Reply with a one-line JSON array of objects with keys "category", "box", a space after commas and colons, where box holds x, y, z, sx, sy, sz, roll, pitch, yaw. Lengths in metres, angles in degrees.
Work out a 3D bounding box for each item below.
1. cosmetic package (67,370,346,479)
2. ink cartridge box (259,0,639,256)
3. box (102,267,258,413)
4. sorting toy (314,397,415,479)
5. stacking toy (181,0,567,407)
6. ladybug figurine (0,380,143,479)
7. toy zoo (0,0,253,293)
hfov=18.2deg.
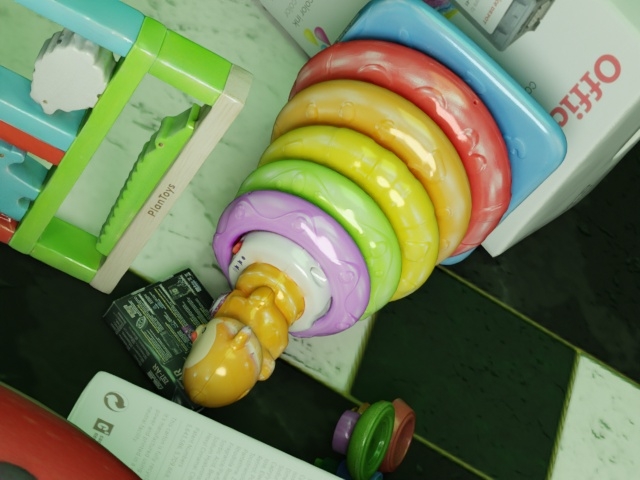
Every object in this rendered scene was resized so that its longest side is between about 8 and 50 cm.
[{"category": "cosmetic package", "box": [-0.040, 0.173, 1.053, 0.231, 0.117, 0.085, 25, 46, 0]}, {"category": "ink cartridge box", "box": [0.107, -0.179, 1.391, 0.306, 0.226, 0.131, 49, 44, 11]}, {"category": "box", "box": [-0.082, 0.063, 1.212, 0.067, 0.018, 0.083, -26, 72, -44]}, {"category": "sorting toy", "box": [0.022, 0.121, 1.207, 0.042, 0.061, 0.102, 19, 1, 19]}, {"category": "stacking toy", "box": [0.000, 0.000, 1.229, 0.166, 0.175, 0.302, 41, 50, 0]}, {"category": "ladybug figurine", "box": [-0.167, 0.204, 0.853, 0.449, 0.162, 0.305, 33, 68, -28]}, {"category": "toy zoo", "box": [-0.209, -0.094, 1.129, 0.293, 0.192, 0.030, 27, 44, -13]}]
